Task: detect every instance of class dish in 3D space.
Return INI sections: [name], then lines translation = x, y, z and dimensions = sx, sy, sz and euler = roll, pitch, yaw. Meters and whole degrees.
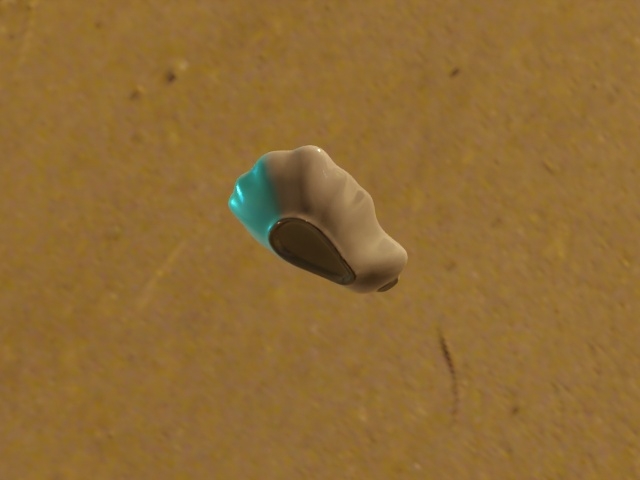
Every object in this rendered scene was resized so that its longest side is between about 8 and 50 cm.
[dish]
translation = 0.000, 0.000, 1.233
dimensions = 0.091, 0.137, 0.039
euler = -35, 23, 34
